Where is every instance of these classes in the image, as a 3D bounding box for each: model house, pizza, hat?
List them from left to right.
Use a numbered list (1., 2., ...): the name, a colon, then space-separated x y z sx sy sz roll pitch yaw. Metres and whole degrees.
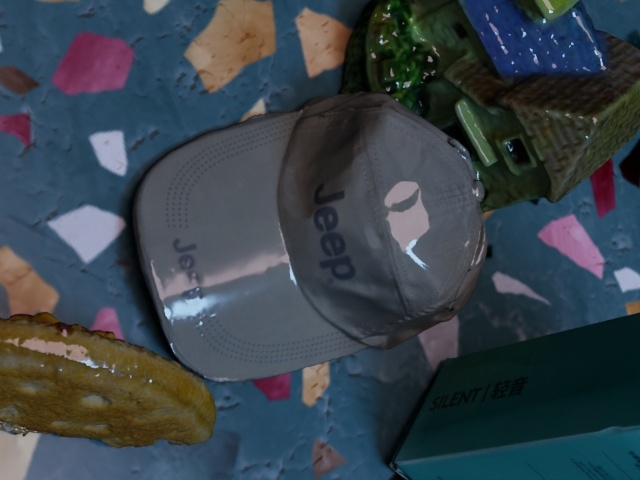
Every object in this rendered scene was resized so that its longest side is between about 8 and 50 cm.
1. pizza: -0.176 0.088 0.898 0.246 0.127 0.058 12 55 -21
2. hat: 0.000 0.000 1.003 0.244 0.149 0.214 -23 95 -42
3. model house: 0.147 -0.137 1.073 0.195 0.189 0.214 -34 102 -32

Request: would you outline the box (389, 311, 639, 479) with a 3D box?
1. box: 0.233 0.167 1.010 0.205 0.311 0.118 44 55 -18
